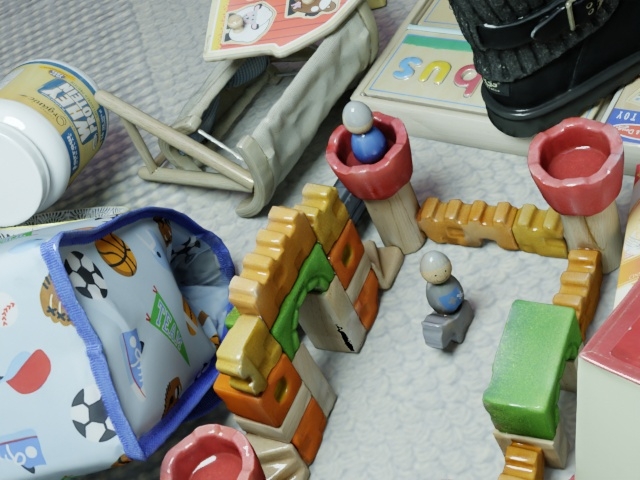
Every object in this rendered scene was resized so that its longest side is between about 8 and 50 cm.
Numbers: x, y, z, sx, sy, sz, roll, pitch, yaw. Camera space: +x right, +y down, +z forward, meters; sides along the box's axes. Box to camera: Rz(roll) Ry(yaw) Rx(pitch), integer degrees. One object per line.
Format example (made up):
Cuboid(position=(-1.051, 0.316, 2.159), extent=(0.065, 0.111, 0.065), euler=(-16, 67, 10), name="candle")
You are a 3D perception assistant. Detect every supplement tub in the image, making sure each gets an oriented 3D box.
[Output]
Cuboid(position=(-0.346, -0.117, 1.175), extent=(0.144, 0.144, 0.199), euler=(-11, 28, 16), name="supplement tub")

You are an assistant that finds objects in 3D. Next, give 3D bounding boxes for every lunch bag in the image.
Cuboid(position=(-0.272, 0.107, 0.987), extent=(0.328, 0.238, 0.385), euler=(-17, 8, 12), name="lunch bag")

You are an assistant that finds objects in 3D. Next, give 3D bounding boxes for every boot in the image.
Cuboid(position=(0.279, -0.284, 1.002), extent=(0.348, 0.260, 0.131), euler=(-38, 46, -9), name="boot")

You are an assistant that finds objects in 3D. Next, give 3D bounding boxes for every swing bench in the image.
Cuboid(position=(-0.087, -0.179, 1.230), extent=(0.255, 0.165, 0.253), euler=(21, 62, 31), name="swing bench")

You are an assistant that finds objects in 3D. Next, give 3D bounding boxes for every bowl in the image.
Cuboid(position=(-0.310, 0.009, 1.201), extent=(0.170, 0.080, 0.170), euler=(-5, 8, 1), name="bowl")

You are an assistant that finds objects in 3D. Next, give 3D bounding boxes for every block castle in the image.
Cuboid(position=(0.078, 0.081, 0.884), extent=(0.303, 0.212, 0.453), euler=(7, 55, 30), name="block castle")

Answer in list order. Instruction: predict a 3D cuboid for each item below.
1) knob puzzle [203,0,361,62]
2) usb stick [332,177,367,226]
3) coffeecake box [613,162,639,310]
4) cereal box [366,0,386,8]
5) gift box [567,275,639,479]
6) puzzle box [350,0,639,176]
Cuboid(position=(-0.040, -0.291, 1.175), extent=(0.213, 0.030, 0.213), euler=(-9, 51, 11), name="knob puzzle")
Cuboid(position=(0.000, 0.000, 1.096), extent=(0.278, 0.045, 0.077), euler=(-58, 14, -25), name="usb stick")
Cuboid(position=(0.349, -0.008, 0.894), extent=(0.142, 0.068, 0.185), euler=(-29, 33, 49), name="coffeecake box")
Cuboid(position=(0.014, -0.414, 1.463), extent=(0.173, 0.047, 0.240), euler=(-10, 48, 17), name="cereal box")
Cuboid(position=(0.302, 0.149, 0.683), extent=(0.276, 0.258, 0.255), euler=(-38, 46, -28), name="gift box")
Cuboid(position=(0.268, -0.213, 1.166), extent=(0.409, 0.052, 0.272), euler=(14, 59, 34), name="puzzle box")
